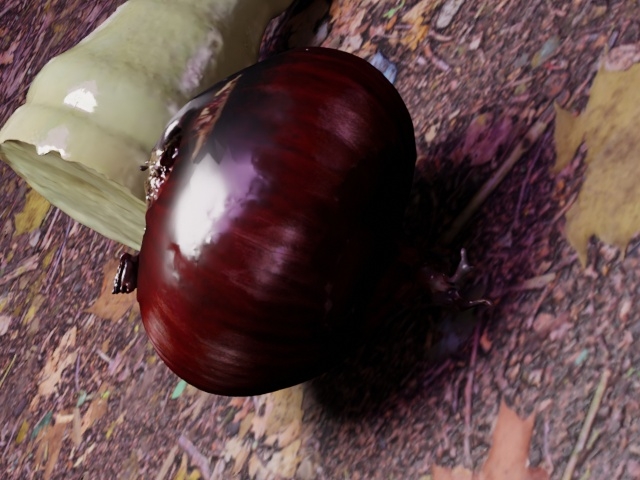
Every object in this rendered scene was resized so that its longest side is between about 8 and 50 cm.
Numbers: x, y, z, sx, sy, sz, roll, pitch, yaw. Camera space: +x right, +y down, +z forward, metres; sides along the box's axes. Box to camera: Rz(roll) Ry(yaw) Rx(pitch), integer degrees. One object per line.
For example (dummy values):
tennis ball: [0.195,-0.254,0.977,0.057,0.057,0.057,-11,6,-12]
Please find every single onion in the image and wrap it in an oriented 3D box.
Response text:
onion: [0.000,0.000,1.231,0.273,0.285,0.273,21,-90,-79]

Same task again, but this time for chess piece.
chess piece: [-0.110,-0.216,1.617,0.442,0.234,0.234,-60,26,-14]
